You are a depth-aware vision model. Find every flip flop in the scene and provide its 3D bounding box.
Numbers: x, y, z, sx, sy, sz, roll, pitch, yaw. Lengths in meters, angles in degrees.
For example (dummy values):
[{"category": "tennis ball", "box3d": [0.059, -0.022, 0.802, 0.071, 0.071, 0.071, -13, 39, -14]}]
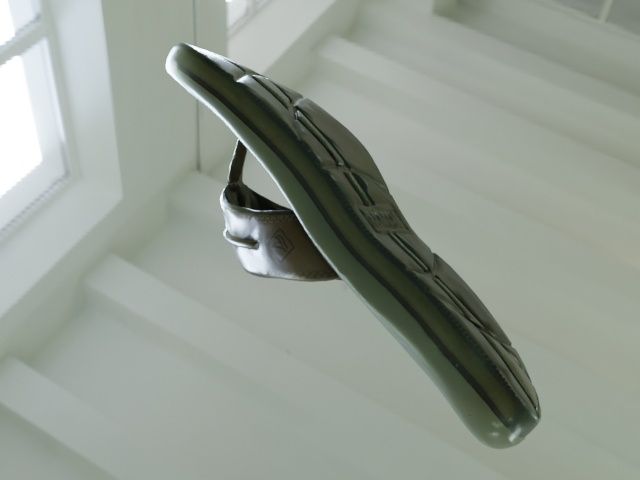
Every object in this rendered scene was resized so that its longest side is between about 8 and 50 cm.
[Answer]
[{"category": "flip flop", "box3d": [0.000, 0.000, 0.481, 0.277, 0.080, 0.112, 51, -162, 17]}]
